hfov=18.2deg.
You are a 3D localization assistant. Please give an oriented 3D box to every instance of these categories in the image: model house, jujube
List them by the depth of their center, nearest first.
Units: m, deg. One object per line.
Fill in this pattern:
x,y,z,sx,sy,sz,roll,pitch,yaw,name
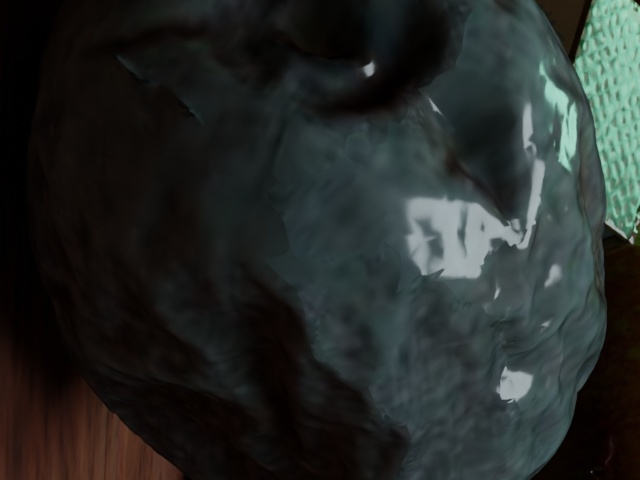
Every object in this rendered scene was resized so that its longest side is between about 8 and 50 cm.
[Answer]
0.006,-0.006,0.862,0.308,0.246,0.215,88,23,-58,jujube
0.103,-0.086,1.165,0.271,0.206,0.178,69,39,-61,model house

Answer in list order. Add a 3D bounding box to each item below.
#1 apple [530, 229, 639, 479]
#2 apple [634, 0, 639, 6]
0.268,0.141,1.545,0.384,0.374,0.374,112,4,-54,apple
0.381,-0.206,1.914,0.260,0.216,0.260,20,90,-75,apple
